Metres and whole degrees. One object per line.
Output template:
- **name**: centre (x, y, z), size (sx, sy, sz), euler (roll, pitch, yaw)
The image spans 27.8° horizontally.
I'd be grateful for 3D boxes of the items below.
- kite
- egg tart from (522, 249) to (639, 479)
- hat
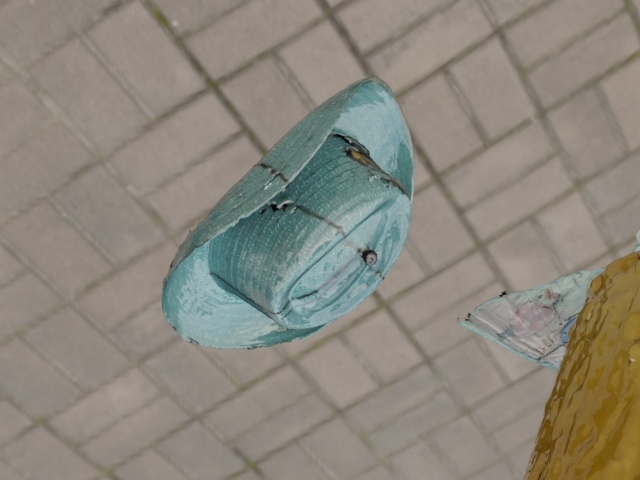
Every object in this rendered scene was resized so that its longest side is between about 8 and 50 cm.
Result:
- **kite**: centre (0.264, 0.031, 1.101), size (0.335, 0.011, 0.314), euler (-16, 139, -18)
- **egg tart**: centre (0.146, 0.113, 0.415), size (0.147, 0.203, 0.202), euler (-57, 136, -18)
- **hat**: centre (0.000, 0.000, 0.735), size (0.191, 0.078, 0.138), euler (-50, 143, -2)
